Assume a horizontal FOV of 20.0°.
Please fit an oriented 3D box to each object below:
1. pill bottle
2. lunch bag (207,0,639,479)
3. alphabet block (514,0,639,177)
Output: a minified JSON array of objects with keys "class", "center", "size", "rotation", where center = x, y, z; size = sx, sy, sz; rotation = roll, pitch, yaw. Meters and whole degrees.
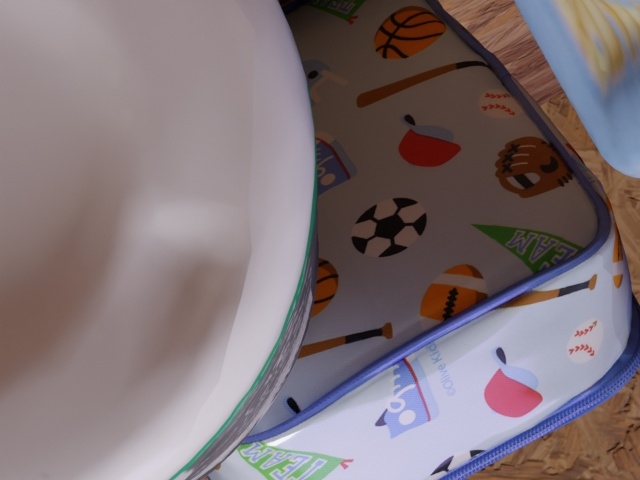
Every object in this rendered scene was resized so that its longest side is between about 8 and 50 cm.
[{"class":"pill bottle","center":[-0.101,-0.002,0.607],"size":[0.204,0.204,0.361],"rotation":[-28,176,-3]},{"class":"lunch bag","center":[0.000,0.000,0.904],"size":[0.243,0.303,0.115],"rotation":[-30,131,-4]},{"class":"alphabet block","center":[0.127,-0.152,0.414],"size":[0.197,0.193,0.192],"rotation":[-28,177,-8]}]
